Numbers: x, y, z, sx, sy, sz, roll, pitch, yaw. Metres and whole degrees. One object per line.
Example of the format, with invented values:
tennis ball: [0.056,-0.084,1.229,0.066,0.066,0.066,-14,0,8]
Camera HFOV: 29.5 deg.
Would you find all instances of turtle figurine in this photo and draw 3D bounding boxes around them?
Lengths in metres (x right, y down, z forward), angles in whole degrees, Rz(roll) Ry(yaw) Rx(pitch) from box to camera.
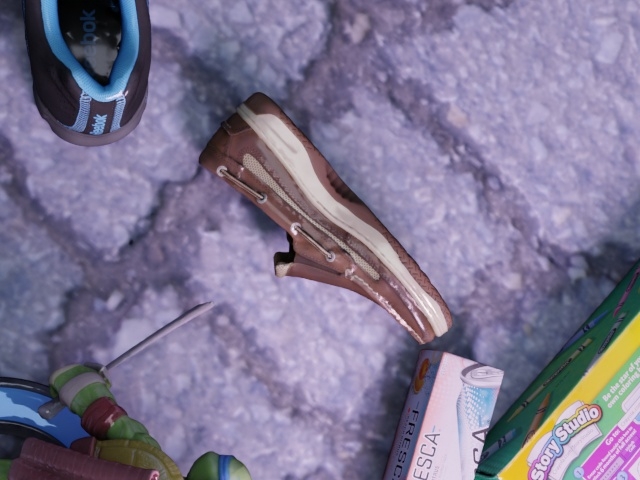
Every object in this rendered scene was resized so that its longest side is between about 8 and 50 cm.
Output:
turtle figurine: [-0.182,0.203,0.908,0.266,0.274,0.197,-10,111,-5]

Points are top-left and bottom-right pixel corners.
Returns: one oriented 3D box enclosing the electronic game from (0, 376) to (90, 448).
electronic game: [-0.259,0.222,0.954,0.229,0.048,0.229,1,88,-16]

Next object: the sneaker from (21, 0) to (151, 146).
sneaker: [-0.182,-0.250,0.951,0.125,0.140,0.340,-10,89,-14]

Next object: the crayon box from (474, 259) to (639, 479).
crayon box: [0.282,0.162,1.096,0.278,0.081,0.165,-46,99,-13]

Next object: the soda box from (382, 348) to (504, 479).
soda box: [0.098,0.189,1.054,0.063,0.058,0.183,19,83,-14]

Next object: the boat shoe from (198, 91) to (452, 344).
boat shoe: [0.000,-0.001,1.026,0.095,0.095,0.257,-41,93,0]
